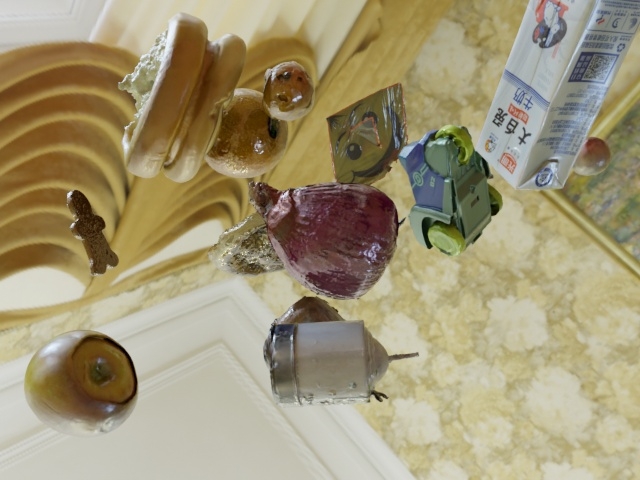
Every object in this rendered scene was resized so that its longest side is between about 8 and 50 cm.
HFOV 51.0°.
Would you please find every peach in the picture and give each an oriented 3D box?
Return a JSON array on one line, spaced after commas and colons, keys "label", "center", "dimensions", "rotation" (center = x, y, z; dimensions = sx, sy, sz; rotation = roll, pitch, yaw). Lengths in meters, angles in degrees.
[{"label": "peach", "center": [0.546, -0.173, 1.361], "dimensions": [0.083, 0.083, 0.083], "rotation": [22, -145, -17]}]

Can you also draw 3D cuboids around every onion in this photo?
[{"label": "onion", "center": [0.000, 0.000, 1.397], "dimensions": [0.349, 0.267, 0.159], "rotation": [18, -150, -16]}]

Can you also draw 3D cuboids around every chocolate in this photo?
[{"label": "chocolate", "center": [0.012, 0.262, 1.703], "dimensions": [0.261, 0.161, 0.083], "rotation": [40, -168, -16]}]

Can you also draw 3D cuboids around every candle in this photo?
[{"label": "candle", "center": [0.050, 0.259, 1.433], "dimensions": [0.330, 0.187, 0.187], "rotation": [-4, -142, 3]}]

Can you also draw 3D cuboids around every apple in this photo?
[{"label": "apple", "center": [-0.498, 0.299, 1.409], "dimensions": [0.237, 0.207, 0.237], "rotation": [18, -125, -27]}]

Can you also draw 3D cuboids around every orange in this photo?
[{"label": "orange", "center": [-0.230, -0.311, 1.961], "dimensions": [0.274, 0.274, 0.274], "rotation": [22, -145, -17]}]

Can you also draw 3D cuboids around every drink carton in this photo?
[{"label": "drink carton", "center": [0.346, -0.237, 0.998], "dimensions": [0.107, 0.315, 0.130], "rotation": [-2, -142, -22]}]

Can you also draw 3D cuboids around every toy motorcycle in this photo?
[{"label": "toy motorcycle", "center": [0.286, -0.139, 1.564], "dimensions": [0.200, 0.326, 0.191], "rotation": [23, -124, 42]}]

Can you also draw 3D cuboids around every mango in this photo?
[{"label": "mango", "center": [-0.090, -0.380, 1.744], "dimensions": [0.151, 0.156, 0.249], "rotation": [37, 178, -12]}]

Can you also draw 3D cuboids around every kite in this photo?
[{"label": "kite", "center": [0.125, -0.282, 1.890], "dimensions": [0.327, 0.377, 0.013], "rotation": [22, -170, -45]}]

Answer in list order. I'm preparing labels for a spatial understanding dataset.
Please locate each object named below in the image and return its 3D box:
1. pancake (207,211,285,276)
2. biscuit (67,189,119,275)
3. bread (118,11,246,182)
[{"label": "pancake", "center": [-0.101, 0.004, 1.656], "dimensions": [0.356, 0.356, 0.065], "rotation": [1, -122, -40]}, {"label": "biscuit", "center": [-0.540, -0.020, 1.565], "dimensions": [0.138, 0.031, 0.205], "rotation": [-59, -51, -75]}, {"label": "bread", "center": [-0.368, -0.360, 1.728], "dimensions": [0.245, 0.424, 0.329], "rotation": [11, -160, -39]}]
